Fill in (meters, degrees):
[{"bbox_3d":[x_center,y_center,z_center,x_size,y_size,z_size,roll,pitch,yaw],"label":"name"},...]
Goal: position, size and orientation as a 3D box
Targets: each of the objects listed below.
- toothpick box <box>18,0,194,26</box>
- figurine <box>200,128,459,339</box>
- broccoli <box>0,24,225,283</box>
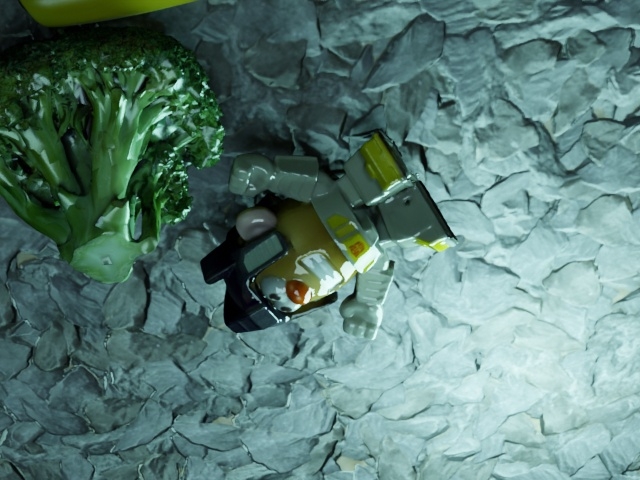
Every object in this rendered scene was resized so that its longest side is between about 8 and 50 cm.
[{"bbox_3d":[-0.181,-0.309,1.285,0.271,0.175,0.175,-15,127,10],"label":"toothpick box"},{"bbox_3d":[0.002,0.001,1.554,0.309,0.143,0.308,1,111,4],"label":"figurine"},{"bbox_3d":[-0.237,-0.101,1.376,0.308,0.275,0.307,-11,146,-8],"label":"broccoli"}]
